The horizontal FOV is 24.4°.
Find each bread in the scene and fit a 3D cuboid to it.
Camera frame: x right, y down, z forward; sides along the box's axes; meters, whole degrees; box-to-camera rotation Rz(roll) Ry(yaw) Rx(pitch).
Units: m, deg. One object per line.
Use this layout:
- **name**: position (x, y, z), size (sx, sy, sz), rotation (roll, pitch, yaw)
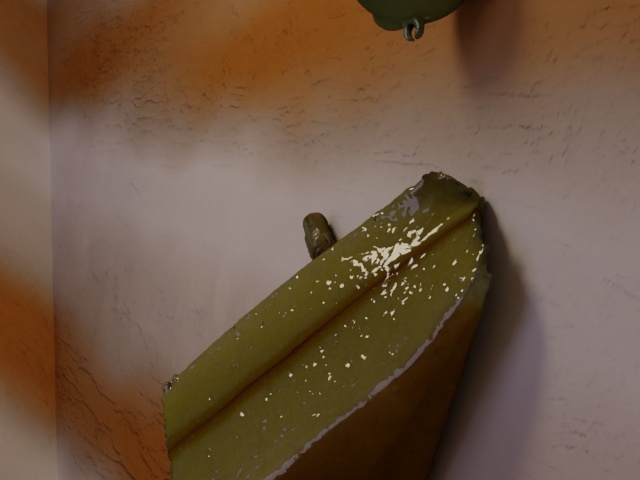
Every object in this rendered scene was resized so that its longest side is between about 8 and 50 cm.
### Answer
- **bread**: position (0.007, 0.100, 1.412), size (0.233, 0.244, 0.362), rotation (-107, 28, -50)
- **bread**: position (0.000, 0.000, 1.750), size (0.088, 0.033, 0.049), rotation (-112, 21, -60)

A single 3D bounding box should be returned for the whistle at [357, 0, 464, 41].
- **whistle**: position (0.099, -0.337, 1.479), size (0.141, 0.141, 0.294), rotation (145, 136, -63)
